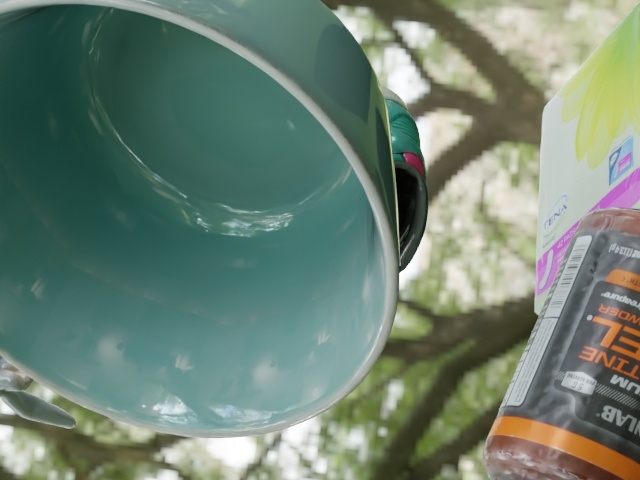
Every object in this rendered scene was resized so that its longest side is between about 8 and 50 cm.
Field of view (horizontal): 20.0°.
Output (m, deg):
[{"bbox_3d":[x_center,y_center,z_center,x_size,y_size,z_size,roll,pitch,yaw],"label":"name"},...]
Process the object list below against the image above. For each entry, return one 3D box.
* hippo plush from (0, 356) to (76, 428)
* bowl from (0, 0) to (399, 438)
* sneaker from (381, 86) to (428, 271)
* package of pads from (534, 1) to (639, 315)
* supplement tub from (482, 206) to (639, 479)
[{"bbox_3d":[-0.358,0.083,1.530,0.236,0.234,0.294,-110,8,-76],"label":"hippo plush"},{"bbox_3d":[-0.080,-0.050,1.073,0.163,0.311,0.312,-61,-26,-47],"label":"bowl"},{"bbox_3d":[0.000,0.000,1.768,0.295,0.124,0.178,-48,29,13],"label":"sneaker"},{"bbox_3d":[0.314,-0.069,1.865,0.229,0.101,0.297,130,153,-53],"label":"package of pads"},{"bbox_3d":[0.154,0.089,0.974,0.198,0.106,0.106,-66,-18,-14],"label":"supplement tub"}]
